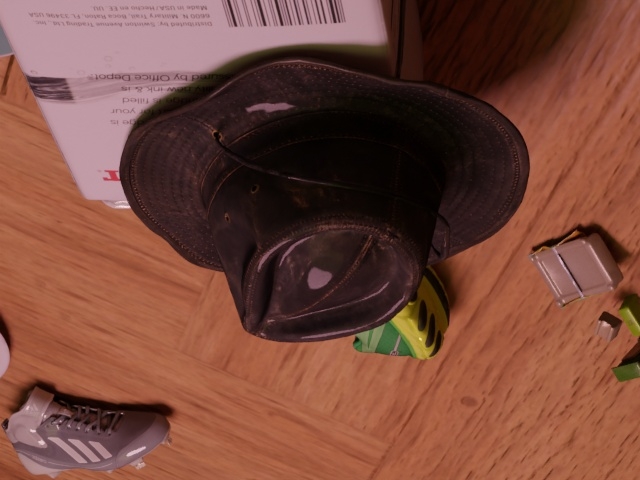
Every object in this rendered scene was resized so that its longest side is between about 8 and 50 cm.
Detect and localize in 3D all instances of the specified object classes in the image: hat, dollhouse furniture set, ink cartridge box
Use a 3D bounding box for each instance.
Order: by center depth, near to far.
[{"bbox_3d":[-0.081,-0.194,1.506,0.285,0.166,0.395,0,150,9],"label":"ink cartridge box"},{"bbox_3d":[0.000,0.000,1.536,0.331,0.134,0.331,2,151,1],"label":"hat"},{"bbox_3d":[0.264,0.050,1.823,0.076,0.058,0.152,-22,104,47],"label":"dollhouse furniture set"}]

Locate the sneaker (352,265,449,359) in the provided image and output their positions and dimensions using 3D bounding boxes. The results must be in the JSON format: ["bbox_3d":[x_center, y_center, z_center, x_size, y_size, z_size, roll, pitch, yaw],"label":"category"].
[{"bbox_3d":[0.013,0.012,1.820,0.123,0.109,0.295,-12,129,27],"label":"sneaker"}]

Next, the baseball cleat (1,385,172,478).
[{"bbox_3d":[-0.263,0.204,2.168,0.205,0.072,0.109,-17,120,30],"label":"baseball cleat"}]

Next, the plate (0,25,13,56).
[{"bbox_3d":[-0.321,-0.239,1.757,0.188,0.024,0.188,11,137,11],"label":"plate"}]

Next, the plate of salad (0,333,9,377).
[{"bbox_3d":[-0.429,0.100,2.143,0.199,0.048,0.200,6,144,5],"label":"plate of salad"}]
